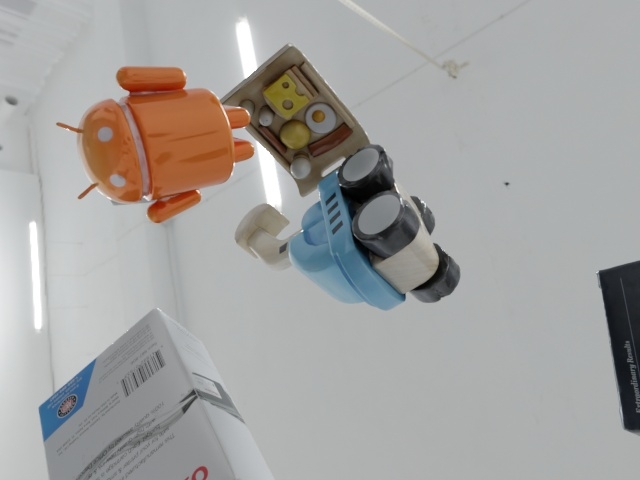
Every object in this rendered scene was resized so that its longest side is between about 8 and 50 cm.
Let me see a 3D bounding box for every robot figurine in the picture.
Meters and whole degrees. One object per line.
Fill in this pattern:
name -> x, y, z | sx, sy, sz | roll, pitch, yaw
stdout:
robot figurine -> -0.193, -0.115, 0.583 | 0.128, 0.219, 0.158 | 59, -32, 22

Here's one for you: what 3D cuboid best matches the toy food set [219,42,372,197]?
toy food set -> -0.057, -0.256, 1.066 | 0.219, 0.306, 0.092 | -32, -146, 23

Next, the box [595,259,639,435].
box -> 0.698, 0.160, 0.736 | 0.395, 0.211, 0.294 | -26, -134, 46

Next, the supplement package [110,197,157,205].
supplement package -> -0.290, -0.150, 0.828 | 0.105, 0.179, 0.105 | -3, -59, 25

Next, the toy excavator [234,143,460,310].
toy excavator -> 0.000, 0.000, 1.001 | 0.445, 0.222, 0.433 | -32, -140, 18

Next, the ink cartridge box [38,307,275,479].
ink cartridge box -> -0.286, 0.359, 0.807 | 0.285, 0.166, 0.395 | -41, -134, -5
